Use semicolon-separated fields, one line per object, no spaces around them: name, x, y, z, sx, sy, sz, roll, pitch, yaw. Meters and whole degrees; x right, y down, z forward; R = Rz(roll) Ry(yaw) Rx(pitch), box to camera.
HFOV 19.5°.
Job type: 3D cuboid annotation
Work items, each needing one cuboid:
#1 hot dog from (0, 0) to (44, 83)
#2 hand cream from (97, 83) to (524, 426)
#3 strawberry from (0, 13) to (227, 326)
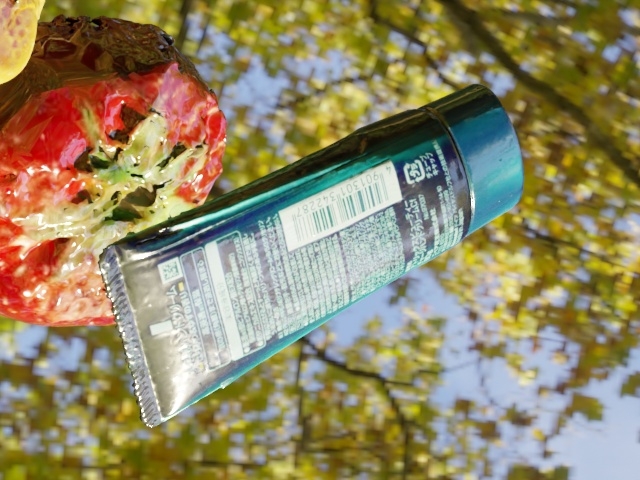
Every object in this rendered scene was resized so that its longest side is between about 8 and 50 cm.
hot dog;-0.163;-0.125;0.765;0.060;0.140;0.089;21;-103;32
hand cream;0.000;0.000;1.067;0.061;0.270;0.120;29;-40;46
strawberry;-0.225;-0.063;1.513;0.220;0.274;0.274;35;-77;45
